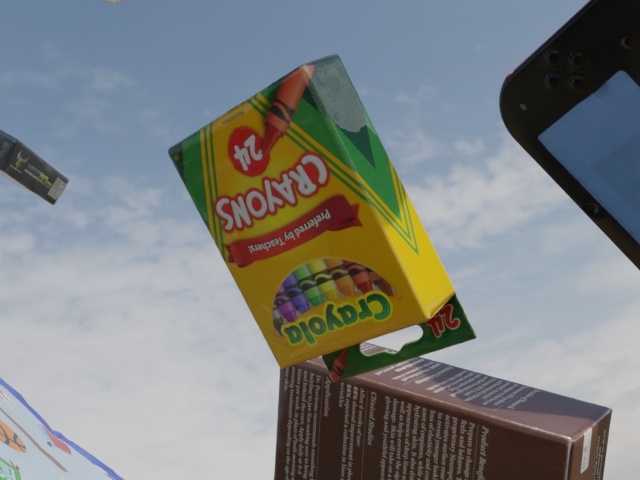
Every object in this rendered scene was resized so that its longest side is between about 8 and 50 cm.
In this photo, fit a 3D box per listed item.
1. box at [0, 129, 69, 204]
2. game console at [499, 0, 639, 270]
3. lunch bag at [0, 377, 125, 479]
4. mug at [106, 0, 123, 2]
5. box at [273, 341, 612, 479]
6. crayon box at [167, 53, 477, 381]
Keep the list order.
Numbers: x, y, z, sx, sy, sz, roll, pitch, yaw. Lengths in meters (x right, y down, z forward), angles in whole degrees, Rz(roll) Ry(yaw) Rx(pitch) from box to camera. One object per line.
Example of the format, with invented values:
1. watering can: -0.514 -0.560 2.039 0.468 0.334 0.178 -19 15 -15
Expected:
1. box: -0.540 -0.148 1.371 0.183 0.059 0.232 28 -10 8
2. game console: 0.415 -0.113 0.918 0.060 0.386 0.342 -45 1 -34
3. lunch bag: -0.289 0.295 0.502 0.385 0.239 0.328 -49 6 -13
4. mug: -0.249 -0.335 1.027 0.078 0.064 0.062 -13 -58 -6
5. box: 0.131 0.251 0.990 0.381 0.191 0.143 12 13 37
6. crayon box: 0.000 0.000 0.852 0.202 0.318 0.081 -25 5 36
